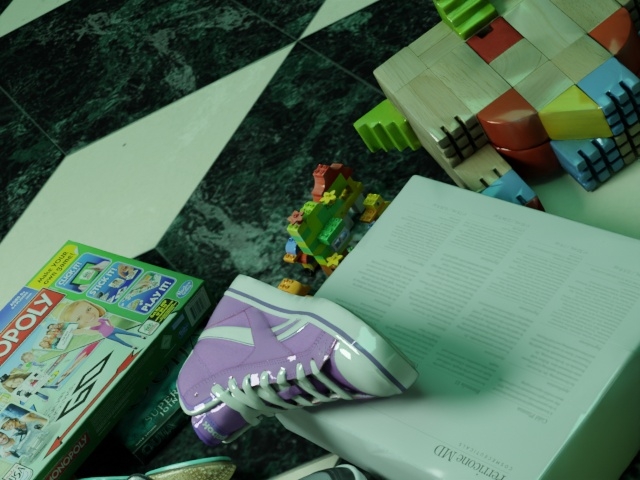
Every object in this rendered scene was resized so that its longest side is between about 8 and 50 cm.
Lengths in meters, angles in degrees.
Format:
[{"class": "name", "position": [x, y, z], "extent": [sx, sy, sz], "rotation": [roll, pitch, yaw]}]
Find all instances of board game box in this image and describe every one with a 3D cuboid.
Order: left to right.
[{"class": "board game box", "position": [-0.291, 0.139, 1.658], "extent": [0.213, 0.046, 0.317], "rotation": [15, 51, 32]}, {"class": "board game box", "position": [-0.161, 0.148, 1.672], "extent": [0.186, 0.026, 0.126], "rotation": [-45, 37, -13]}]

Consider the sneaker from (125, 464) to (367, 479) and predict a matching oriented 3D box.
[{"class": "sneaker", "position": [-0.092, 0.263, 1.380], "extent": [0.268, 0.153, 0.101], "rotation": [-32, 37, 5]}]

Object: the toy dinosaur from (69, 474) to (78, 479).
[{"class": "toy dinosaur", "position": [-0.326, 0.258, 1.628], "extent": [0.112, 0.064, 0.211], "rotation": [-29, 24, -23]}]

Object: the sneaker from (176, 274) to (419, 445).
[{"class": "sneaker", "position": [-0.032, 0.133, 1.384], "extent": [0.161, 0.102, 0.282], "rotation": [-54, 29, -15]}]

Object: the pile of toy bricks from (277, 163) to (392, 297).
[{"class": "pile of toy bricks", "position": [0.000, 0.000, 1.642], "extent": [0.118, 0.105, 0.212], "rotation": [9, 55, 44]}]

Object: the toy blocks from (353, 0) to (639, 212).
[{"class": "toy blocks", "position": [0.247, -0.166, 1.604], "extent": [0.381, 0.191, 0.261], "rotation": [-37, 48, -1]}]

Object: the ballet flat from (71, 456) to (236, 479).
[{"class": "ballet flat", "position": [-0.172, 0.265, 1.531], "extent": [0.206, 0.073, 0.067], "rotation": [-15, 68, 29]}]

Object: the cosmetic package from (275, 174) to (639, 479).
[{"class": "cosmetic package", "position": [0.145, 0.103, 1.419], "extent": [0.284, 0.097, 0.377], "rotation": [-48, 38, -18]}]
